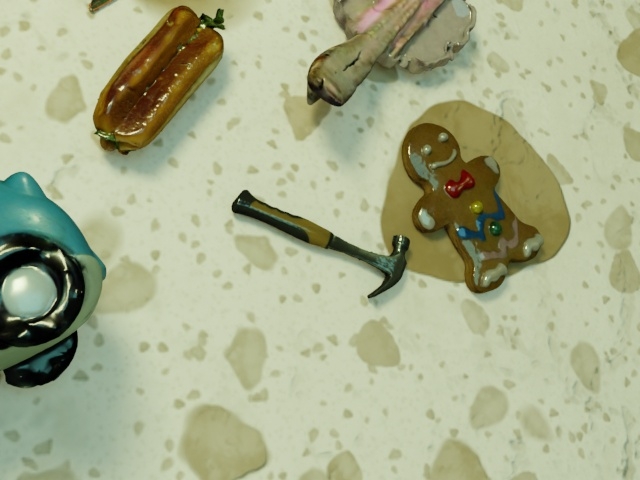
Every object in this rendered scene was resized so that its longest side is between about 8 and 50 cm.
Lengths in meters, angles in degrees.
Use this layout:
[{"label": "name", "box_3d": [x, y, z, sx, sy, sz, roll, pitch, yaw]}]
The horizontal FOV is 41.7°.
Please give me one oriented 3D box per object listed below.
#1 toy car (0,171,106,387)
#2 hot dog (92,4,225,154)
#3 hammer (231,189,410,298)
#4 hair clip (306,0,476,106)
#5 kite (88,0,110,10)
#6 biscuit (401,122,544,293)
[{"label": "toy car", "box_3d": [-0.303, 0.038, 0.656, 0.255, 0.188, 0.190, -25, 79, -23]}, {"label": "hot dog", "box_3d": [-0.160, -0.162, 0.838, 0.072, 0.055, 0.188, 40, 65, -13]}, {"label": "hammer", "box_3d": [0.000, 0.000, 0.883, 0.201, 0.021, 0.078, 22, 69, -16]}, {"label": "hair clip", "box_3d": [0.064, -0.234, 0.942, 0.173, 0.069, 0.300, 46, 54, -8]}, {"label": "kite", "box_3d": [-0.213, -0.324, 0.882, 0.159, 0.010, 0.190, 3, 75, -22]}, {"label": "biscuit", "box_3d": [0.165, -0.046, 0.962, 0.138, 0.031, 0.205, -34, 90, -26]}]
